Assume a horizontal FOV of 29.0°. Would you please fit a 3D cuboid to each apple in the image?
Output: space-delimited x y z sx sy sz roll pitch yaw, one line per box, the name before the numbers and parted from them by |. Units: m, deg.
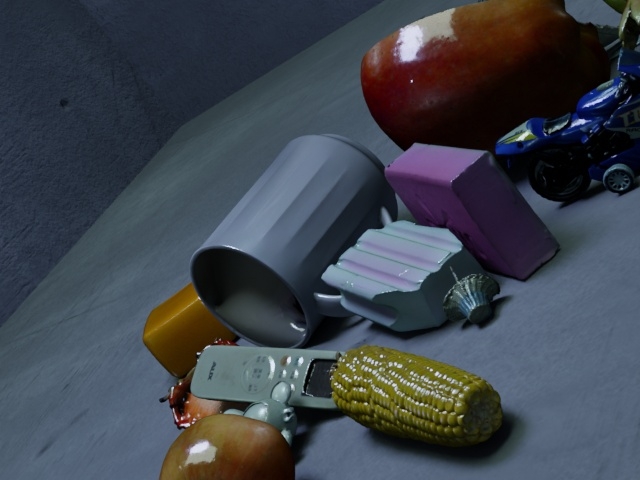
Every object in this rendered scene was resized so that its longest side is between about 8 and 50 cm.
apple | -0.118 0.303 1.554 0.199 0.199 0.199 -35 17 12
apple | 0.269 -0.264 1.990 0.365 0.295 0.329 -19 19 31

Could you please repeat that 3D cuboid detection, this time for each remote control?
remote control | -0.066 0.200 1.789 0.310 0.038 0.090 -1 62 41

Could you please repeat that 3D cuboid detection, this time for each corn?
corn | 0.111 0.189 1.485 0.106 0.106 0.305 -45 22 -19

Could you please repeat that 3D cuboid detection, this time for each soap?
soap | 0.208 -0.045 1.755 0.081 0.181 0.259 -42 18 -8
soap | 0.123 0.054 1.782 0.145 0.091 0.230 -43 27 -16

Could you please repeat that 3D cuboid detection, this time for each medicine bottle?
medicine bottle | -0.210 0.135 2.286 0.222 0.112 0.149 -35 16 11

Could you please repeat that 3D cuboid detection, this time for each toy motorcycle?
toy motorcycle | 0.392 -0.162 1.688 0.315 0.169 0.113 -27 21 32

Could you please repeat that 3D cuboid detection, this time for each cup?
cup | 0.000 0.000 2.046 0.323 0.236 0.327 13 47 32

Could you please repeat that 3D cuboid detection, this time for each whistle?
whistle | -0.110 0.284 1.754 0.236 0.077 0.114 -33 48 39

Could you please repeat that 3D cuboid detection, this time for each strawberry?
strawberry | -0.140 0.252 1.913 0.167 0.087 0.208 -53 42 -1

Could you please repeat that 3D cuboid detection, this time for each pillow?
pillow | 0.417 -0.342 2.121 0.128 0.051 0.229 -21 -9 42

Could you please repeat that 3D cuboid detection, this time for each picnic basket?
picnic basket | 0.202 0.077 1.661 0.083 0.065 0.083 -40 37 10

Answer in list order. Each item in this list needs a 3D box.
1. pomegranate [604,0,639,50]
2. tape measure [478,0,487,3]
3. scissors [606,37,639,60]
pomegranate | 0.569 -0.440 2.065 0.231 0.231 0.285 -27 62 35
tape measure | 0.290 -0.330 2.044 0.107 0.104 0.179 -94 28 -61
scissors | 0.479 -0.308 2.164 0.248 0.017 0.144 -34 18 12
